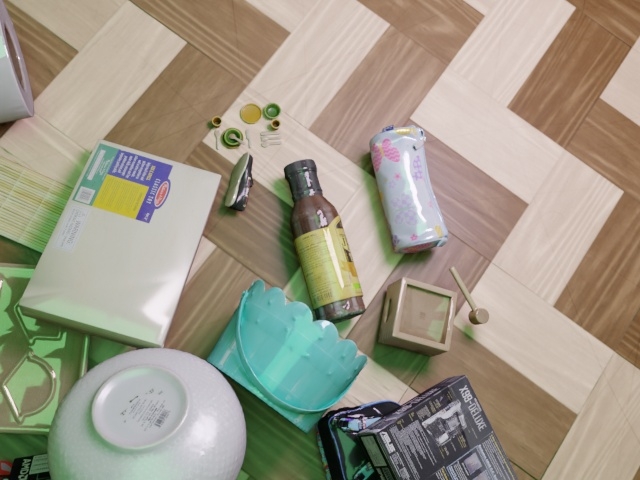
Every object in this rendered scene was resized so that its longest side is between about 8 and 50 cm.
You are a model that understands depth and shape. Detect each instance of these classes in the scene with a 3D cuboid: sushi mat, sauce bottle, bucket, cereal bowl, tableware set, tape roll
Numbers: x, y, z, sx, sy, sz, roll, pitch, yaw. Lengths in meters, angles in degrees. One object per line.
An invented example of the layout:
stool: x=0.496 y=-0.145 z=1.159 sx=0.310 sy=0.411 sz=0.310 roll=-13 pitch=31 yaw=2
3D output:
sushi mat: x=-0.584 y=-0.061 z=1.607 sx=0.316 sy=0.019 sz=0.151 roll=24 pitch=75 yaw=-2
sauce bottle: x=0.000 y=0.000 z=1.626 sx=0.111 sy=0.111 sz=0.344 roll=-14 pitch=80 yaw=-11
bucket: x=-0.068 y=0.225 z=1.490 sx=0.281 sy=0.281 sz=0.183 roll=35 pitch=77 yaw=1
cereal bowl: x=-0.295 y=0.314 z=1.322 sx=0.339 sy=0.141 sz=0.339 roll=1 pitch=45 yaw=-1
tableware set: x=-0.159 y=-0.254 z=1.710 sx=0.154 sy=0.024 sz=0.104 roll=-5 pitch=77 yaw=-9
tape roll: x=-0.685 y=-0.346 z=1.545 sx=0.169 sy=0.246 sz=0.246 roll=-15 pitch=79 yaw=-12

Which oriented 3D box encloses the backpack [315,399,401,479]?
backpack: x=0.094 y=0.396 z=1.541 sx=0.173 sy=0.117 sz=0.158 roll=-13 pitch=80 yaw=-25

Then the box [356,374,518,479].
box: x=0.242 y=0.446 z=1.486 sx=0.242 sy=0.076 sz=0.307 roll=-25 pitch=86 yaw=-31

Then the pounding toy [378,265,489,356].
pounding toy: x=0.241 y=0.147 z=1.640 sx=0.206 sy=0.094 sz=0.181 roll=17 pitch=70 yaw=-13

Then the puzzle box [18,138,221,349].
puzzle box: x=-0.378 y=0.001 z=1.543 sx=0.272 sy=0.052 sz=0.409 roll=17 pitch=57 yaw=-3

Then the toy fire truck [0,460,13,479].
toy fire truck: x=-0.664 y=0.417 z=1.445 sx=0.192 sy=0.135 sz=0.047 roll=11 pitch=117 yaw=-35

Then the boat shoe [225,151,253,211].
boat shoe: x=-0.166 y=-0.125 z=1.670 sx=0.042 sy=0.049 sz=0.133 roll=25 pitch=65 yaw=-30

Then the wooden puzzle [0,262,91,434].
wooden puzzle: x=-0.615 y=0.206 z=1.513 sx=0.347 sy=0.080 sz=0.322 roll=3 pitch=76 yaw=-3

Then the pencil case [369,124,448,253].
pencil case: x=0.189 y=-0.107 z=1.676 sx=0.124 sy=0.113 sz=0.273 roll=-14 pitch=79 yaw=12

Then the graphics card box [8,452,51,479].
graphics card box: x=-0.353 y=0.483 z=1.419 sx=0.371 sy=0.094 sz=0.233 roll=-8 pitch=112 yaw=-10
